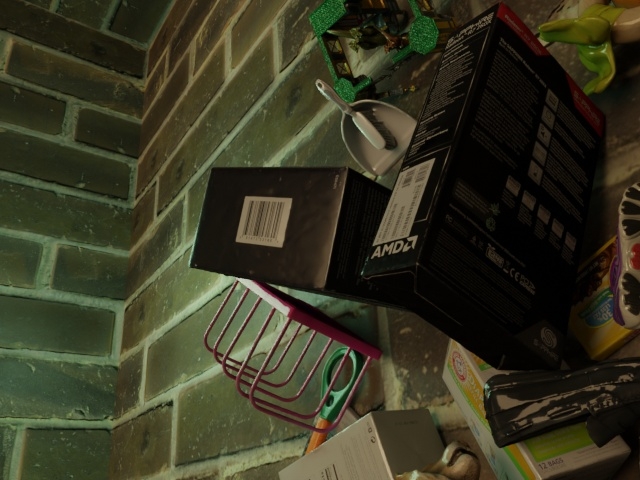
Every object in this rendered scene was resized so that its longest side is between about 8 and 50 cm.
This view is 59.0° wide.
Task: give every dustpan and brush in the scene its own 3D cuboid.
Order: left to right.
[{"bbox_3d":[0.075,-0.231,1.073,0.211,0.060,0.147,48,129,5],"label":"dustpan and brush"}]

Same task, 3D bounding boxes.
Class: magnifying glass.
[{"bbox_3d":[0.017,0.311,1.059,0.092,0.026,0.231,3,69,54],"label":"magnifying glass"}]

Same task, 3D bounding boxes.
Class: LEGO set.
[{"bbox_3d":[0.149,-0.409,1.089,0.331,0.192,0.255,-36,79,50],"label":"LEGO set"}]

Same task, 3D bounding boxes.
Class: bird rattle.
[{"bbox_3d":[0.395,-0.296,0.671,0.253,0.143,0.207,-21,45,49],"label":"bird rattle"}]

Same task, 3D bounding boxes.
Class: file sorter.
[{"bbox_3d":[-0.072,0.203,1.061,0.182,0.202,0.290,-61,28,-4],"label":"file sorter"}]

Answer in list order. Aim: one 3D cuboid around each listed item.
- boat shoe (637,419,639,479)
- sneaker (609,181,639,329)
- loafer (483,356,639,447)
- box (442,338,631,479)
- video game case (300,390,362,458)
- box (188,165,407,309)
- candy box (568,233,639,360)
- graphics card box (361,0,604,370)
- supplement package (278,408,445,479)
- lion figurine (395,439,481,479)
[{"bbox_3d":[0.366,0.174,0.579,0.081,0.068,0.228,11,87,57],"label":"boat shoe"},{"bbox_3d":[0.346,0.015,0.624,0.071,0.068,0.170,81,-153,-73],"label":"sneaker"},{"bbox_3d":[0.273,0.162,0.555,0.223,0.076,0.078,-17,61,28],"label":"loafer"},{"bbox_3d":[0.245,0.202,0.683,0.203,0.114,0.103,-114,16,-45],"label":"box"},{"bbox_3d":[0.035,0.398,1.047,0.190,0.022,0.173,31,104,56],"label":"video game case"},{"bbox_3d":[0.000,0.000,0.938,0.296,0.294,0.183,7,81,40],"label":"box"},{"bbox_3d":[0.372,0.040,0.661,0.206,0.027,0.105,-53,41,32],"label":"candy box"},{"bbox_3d":[0.209,-0.064,0.659,0.094,0.232,0.371,-18,44,52],"label":"graphics card box"},{"bbox_3d":[0.068,0.375,0.874,0.244,0.139,0.134,-45,50,34],"label":"supplement package"},{"bbox_3d":[0.243,0.366,0.535,0.142,0.392,0.240,-43,-4,-24],"label":"lion figurine"}]
